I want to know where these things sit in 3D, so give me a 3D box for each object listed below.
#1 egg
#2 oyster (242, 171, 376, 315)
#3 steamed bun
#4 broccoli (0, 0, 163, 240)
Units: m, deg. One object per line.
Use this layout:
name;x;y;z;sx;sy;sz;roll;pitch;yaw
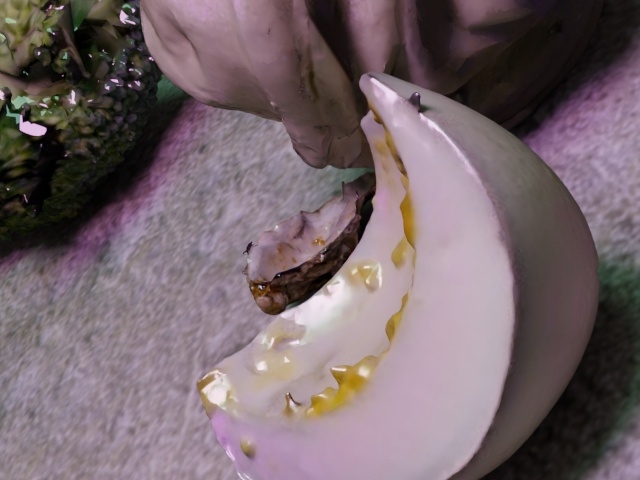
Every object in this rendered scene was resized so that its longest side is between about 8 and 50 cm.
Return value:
egg;0.075;0.043;1.185;0.206;0.161;0.271;34;115;33
oyster;-0.006;0.008;1.474;0.148;0.051;0.103;-39;14;-33
steamed bun;0.062;-0.201;1.406;0.247;0.352;0.339;39;97;40
broccoli;-0.295;-0.147;1.901;0.338;0.317;0.277;22;61;36
